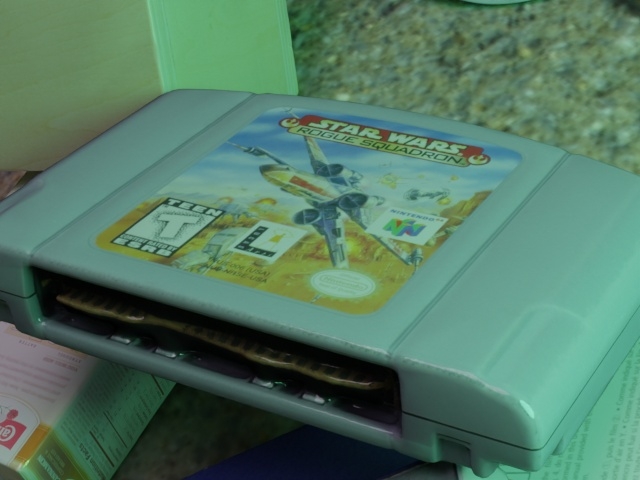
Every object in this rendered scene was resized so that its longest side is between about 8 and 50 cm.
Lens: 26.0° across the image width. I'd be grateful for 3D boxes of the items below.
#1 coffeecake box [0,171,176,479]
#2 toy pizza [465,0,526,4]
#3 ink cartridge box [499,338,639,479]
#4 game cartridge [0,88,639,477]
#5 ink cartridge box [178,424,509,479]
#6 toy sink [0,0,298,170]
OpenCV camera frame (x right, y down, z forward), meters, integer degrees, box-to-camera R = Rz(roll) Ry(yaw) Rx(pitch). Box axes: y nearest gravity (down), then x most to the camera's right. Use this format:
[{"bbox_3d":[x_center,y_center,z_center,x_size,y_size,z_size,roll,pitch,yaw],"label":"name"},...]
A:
[{"bbox_3d":[-0.152,0.054,0.779,0.142,0.068,0.185,13,54,32],"label":"coffeecake box"},{"bbox_3d":[0.118,-0.255,0.903,0.201,0.032,0.201,0,89,20],"label":"toy pizza"},{"bbox_3d":[0.124,0.094,0.623,0.239,0.060,0.275,-8,44,35],"label":"ink cartridge box"},{"bbox_3d":[0.000,0.000,0.634,0.297,0.062,0.198,13,38,27],"label":"game cartridge"},{"bbox_3d":[-0.056,0.203,0.553,0.304,0.072,0.307,-26,44,17],"label":"ink cartridge box"},{"bbox_3d":[-0.109,-0.132,0.875,0.153,0.131,0.234,1,22,23],"label":"toy sink"}]
